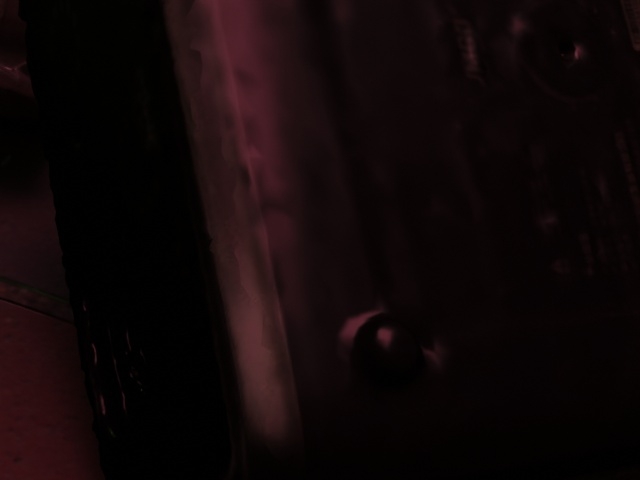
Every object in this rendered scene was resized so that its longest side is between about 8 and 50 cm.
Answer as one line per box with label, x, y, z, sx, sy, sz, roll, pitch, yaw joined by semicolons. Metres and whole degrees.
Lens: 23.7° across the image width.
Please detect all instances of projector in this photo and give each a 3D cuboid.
projector;0.077;-0.057;0.828;0.405;0.242;0.395;-5;74;-27

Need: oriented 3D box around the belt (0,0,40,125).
belt;-0.198;-0.212;1.064;0.115;0.227;0.324;11;56;-6
